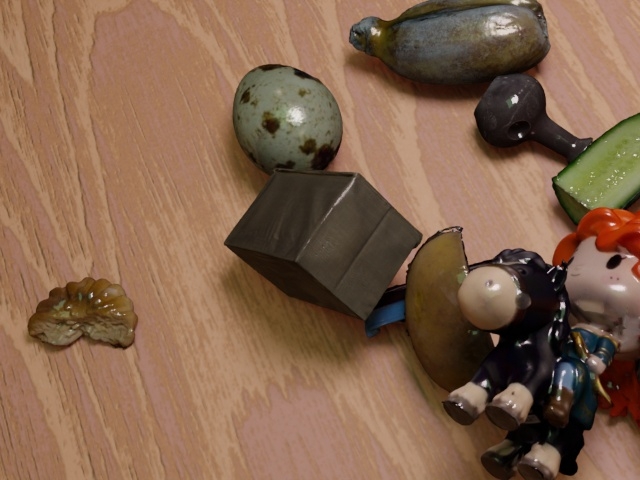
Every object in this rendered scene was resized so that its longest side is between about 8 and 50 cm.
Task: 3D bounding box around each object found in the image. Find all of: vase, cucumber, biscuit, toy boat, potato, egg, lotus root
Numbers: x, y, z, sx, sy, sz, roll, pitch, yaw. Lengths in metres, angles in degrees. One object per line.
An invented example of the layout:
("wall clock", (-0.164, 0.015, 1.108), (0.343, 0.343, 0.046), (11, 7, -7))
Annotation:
("vase", (0.330, -0.176, 1.374), (0.183, 0.120, 0.120), (33, 76, 8))
("cucumber", (0.451, -0.107, 1.319), (0.244, 0.063, 0.115), (-39, 52, -18))
("biscuit", (-0.381, 0.110, 1.432), (0.183, 0.061, 0.118), (-3, 63, 13))
("toy boat", (0.169, 0.098, 1.290), (0.223, 0.100, 0.097), (-17, 89, 12))
("potato", (0.171, 0.126, 1.194), (0.120, 0.100, 0.261), (-18, 101, 12))
("egg", (-0.058, -0.195, 1.438), (0.169, 0.169, 0.231), (-33, 51, -3))
("lotus root", (0.206, -0.317, 1.449), (0.322, 0.140, 0.158), (-3, 40, 22))

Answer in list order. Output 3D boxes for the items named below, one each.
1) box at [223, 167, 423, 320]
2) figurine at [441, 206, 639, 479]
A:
("box", (0.000, 0.000, 1.285), (0.149, 0.155, 0.231), (-56, 29, -13))
("figurine", (0.322, 0.123, 1.117), (0.412, 0.241, 0.306), (-11, 78, -30))
